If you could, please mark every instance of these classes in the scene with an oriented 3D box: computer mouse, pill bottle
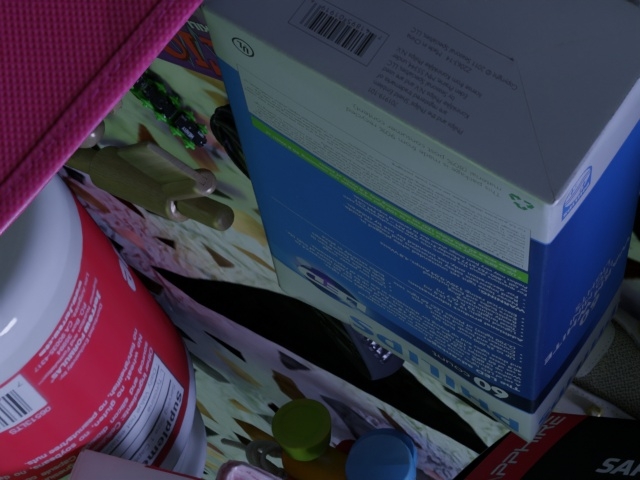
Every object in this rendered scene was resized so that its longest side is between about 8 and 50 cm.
[{"bbox_3d":[0.000,0.000,1.151,0.071,0.041,0.242,44,169,41],"label":"computer mouse"},{"bbox_3d":[-0.234,0.094,1.546,0.229,0.229,0.408,26,162,29],"label":"pill bottle"}]

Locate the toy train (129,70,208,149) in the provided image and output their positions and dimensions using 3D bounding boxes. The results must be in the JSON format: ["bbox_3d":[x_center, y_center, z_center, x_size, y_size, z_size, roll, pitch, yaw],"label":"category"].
[{"bbox_3d":[-0.095,-0.081,1.128,0.083,0.017,0.023,45,172,-32],"label":"toy train"}]

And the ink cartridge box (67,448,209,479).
[{"bbox_3d":[-0.131,0.231,1.492,0.109,0.063,0.150,12,144,11],"label":"ink cartridge box"}]

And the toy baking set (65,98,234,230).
[{"bbox_3d":[-0.160,-0.088,1.226,0.256,0.030,0.197,21,157,46],"label":"toy baking set"}]

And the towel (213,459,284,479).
[{"bbox_3d":[0.029,0.333,1.591,0.317,0.053,0.332,37,154,12],"label":"towel"}]

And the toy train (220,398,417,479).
[{"bbox_3d":[-0.009,0.177,1.581,0.248,0.105,0.143,25,152,32],"label":"toy train"}]

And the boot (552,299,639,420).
[{"bbox_3d":[0.183,0.090,0.951,0.165,0.077,0.213,40,164,-8],"label":"boot"}]

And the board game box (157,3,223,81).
[{"bbox_3d":[-0.052,-0.133,0.831,0.347,0.056,0.208,22,164,39],"label":"board game box"}]

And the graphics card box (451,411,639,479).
[{"bbox_3d":[0.238,0.198,0.838,0.371,0.094,0.233,0,120,49],"label":"graphics card box"}]

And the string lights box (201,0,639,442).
[{"bbox_3d":[0.044,-0.022,0.737,0.133,0.077,0.260,31,164,15],"label":"string lights box"}]

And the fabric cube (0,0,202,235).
[{"bbox_3d":[-0.163,-0.145,0.551,0.258,0.254,0.259,46,154,-17],"label":"fabric cube"}]
